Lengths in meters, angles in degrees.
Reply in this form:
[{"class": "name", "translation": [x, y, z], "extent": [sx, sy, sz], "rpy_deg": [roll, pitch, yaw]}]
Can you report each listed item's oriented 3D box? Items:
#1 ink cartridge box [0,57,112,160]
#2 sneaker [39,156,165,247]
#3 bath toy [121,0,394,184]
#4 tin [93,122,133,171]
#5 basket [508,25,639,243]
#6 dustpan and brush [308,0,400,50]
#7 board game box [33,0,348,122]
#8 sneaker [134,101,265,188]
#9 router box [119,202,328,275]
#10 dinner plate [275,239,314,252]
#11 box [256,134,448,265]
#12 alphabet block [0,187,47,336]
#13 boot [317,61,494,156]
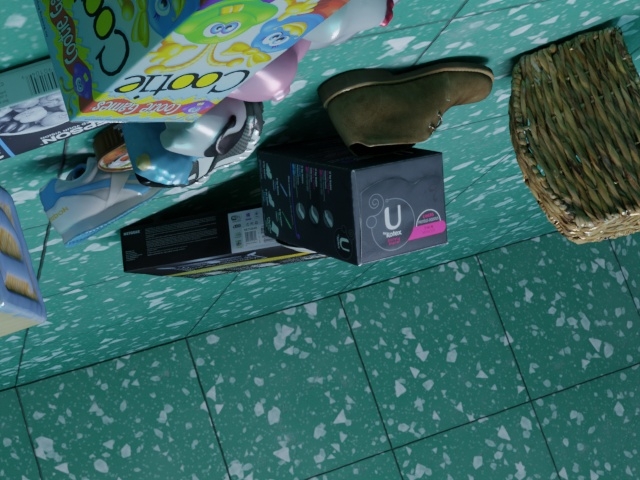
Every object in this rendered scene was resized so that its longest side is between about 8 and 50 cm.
[{"class": "ink cartridge box", "translation": [-0.333, -0.133, 1.255], "extent": [0.206, 0.045, 0.208], "rpy_deg": [-19, 170, -5]}, {"class": "sneaker", "translation": [-0.284, -0.076, 1.527], "extent": [0.087, 0.092, 0.228], "rpy_deg": [-30, -176, 35]}, {"class": "bath toy", "translation": [-0.061, -0.183, 1.107], "extent": [0.129, 0.151, 0.348], "rpy_deg": [4, 154, -42]}, {"class": "tin", "translation": [-0.210, -0.142, 1.443], "extent": [0.189, 0.040, 0.106], "rpy_deg": [-26, 163, 27]}, {"class": "basket", "translation": [0.414, -0.147, 1.773], "extent": [0.213, 0.299, 0.223], "rpy_deg": [-20, 169, 5]}, {"class": "dustpan and brush", "translation": [-0.030, -0.248, 1.211], "extent": [0.211, 0.060, 0.147], "rpy_deg": [-20, 176, -35]}, {"class": "board game box", "translation": [-0.105, -0.221, 0.948], "extent": [0.142, 0.144, 0.275], "rpy_deg": [-7, 163, -45]}, {"class": "sneaker", "translation": [-0.156, -0.116, 1.368], "extent": [0.106, 0.078, 0.234], "rpy_deg": [-14, 170, -38]}, {"class": "router box", "translation": [-0.153, 0.004, 1.953], "extent": [0.308, 0.081, 0.243], "rpy_deg": [-9, 172, 22]}, {"class": "dinner plate", "translation": [0.000, 0.000, 1.746], "extent": [0.141, 0.017, 0.141], "rpy_deg": [-3, -167, 1]}, {"class": "box", "translation": [0.042, -0.066, 1.670], "extent": [0.165, 0.143, 0.270], "rpy_deg": [-13, -163, -30]}, {"class": "alphabet block", "translation": [-0.490, 0.038, 1.432], "extent": [0.197, 0.194, 0.192], "rpy_deg": [-19, 168, -1]}, {"class": "boot", "translation": [0.140, -0.186, 1.617], "extent": [0.305, 0.115, 0.112], "rpy_deg": [-13, 165, -34]}]
